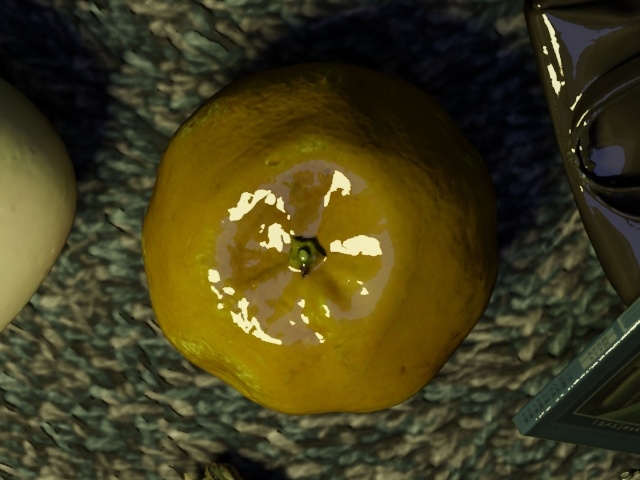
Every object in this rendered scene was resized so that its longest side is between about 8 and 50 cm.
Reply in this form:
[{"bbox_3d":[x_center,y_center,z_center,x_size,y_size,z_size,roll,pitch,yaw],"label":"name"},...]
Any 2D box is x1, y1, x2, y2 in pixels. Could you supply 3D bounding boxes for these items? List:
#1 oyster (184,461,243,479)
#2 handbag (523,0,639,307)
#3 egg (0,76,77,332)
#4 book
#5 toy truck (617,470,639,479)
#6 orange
[{"bbox_3d":[-0.100,0.316,1.631,0.198,0.092,0.259,2,122,2],"label":"oyster"},{"bbox_3d":[0.305,-0.103,1.425,0.257,0.113,0.285,-20,109,2],"label":"handbag"},{"bbox_3d":[-0.356,-0.018,1.400,0.345,0.283,0.283,-11,111,2],"label":"egg"},{"bbox_3d":[0.299,0.076,1.464,0.191,0.025,0.269,14,129,-43],"label":"book"},{"bbox_3d":[0.293,0.209,1.585,0.083,0.044,0.039,-26,106,13],"label":"toy truck"},{"bbox_3d":[0.000,0.000,1.413,0.279,0.235,0.279,0,105,0],"label":"orange"}]
